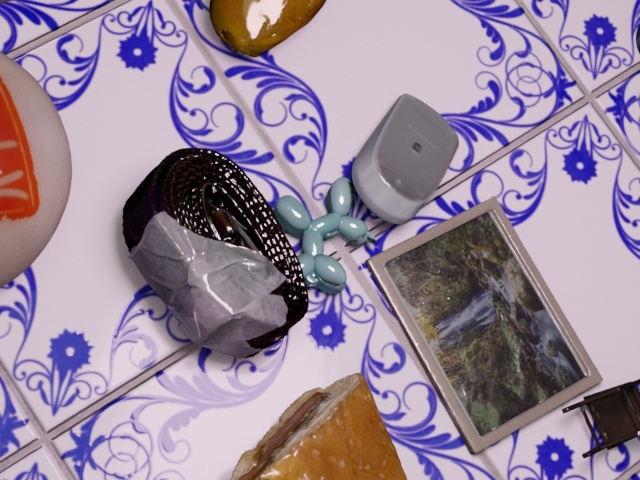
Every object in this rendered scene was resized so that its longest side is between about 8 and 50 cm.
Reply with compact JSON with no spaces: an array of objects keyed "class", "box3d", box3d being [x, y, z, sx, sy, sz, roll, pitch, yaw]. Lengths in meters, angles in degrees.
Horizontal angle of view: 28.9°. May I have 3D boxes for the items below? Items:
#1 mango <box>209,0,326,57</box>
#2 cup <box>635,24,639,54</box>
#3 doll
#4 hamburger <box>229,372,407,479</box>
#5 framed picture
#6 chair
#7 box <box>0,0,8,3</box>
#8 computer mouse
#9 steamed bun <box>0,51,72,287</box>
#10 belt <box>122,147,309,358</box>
[{"class":"mango","box3d":[-0.062,-0.378,1.846,0.249,0.156,0.151,-55,127,-21]},{"class":"cup","box3d":[0.580,-0.358,1.991,0.113,0.138,0.150,-28,81,-20]},{"class":"doll","box3d":[0.000,0.000,1.785,0.159,0.059,0.159,-25,79,-20]},{"class":"hamburger","box3d":[0.017,0.319,1.597,0.209,0.162,0.330,57,27,-6]},{"class":"framed picture","box3d":[0.241,0.119,1.824,0.240,0.020,0.324,-24,80,-18]},{"class":"chair","box3d":[0.452,0.247,1.811,0.212,0.101,0.084,-7,71,-54]},{"class":"box","box3d":[-0.428,-0.420,1.801,0.172,0.093,0.124,-22,78,-19]},{"class":"computer mouse","box3d":[0.121,-0.117,1.843,0.128,0.079,0.231,43,48,-9]},{"class":"steamed bun","box3d":[-0.508,-0.104,1.607,0.374,0.241,0.375,5,71,-15]},{"class":"belt","box3d":[-0.136,0.015,1.678,0.184,0.164,0.289,-29,82,-42]}]
